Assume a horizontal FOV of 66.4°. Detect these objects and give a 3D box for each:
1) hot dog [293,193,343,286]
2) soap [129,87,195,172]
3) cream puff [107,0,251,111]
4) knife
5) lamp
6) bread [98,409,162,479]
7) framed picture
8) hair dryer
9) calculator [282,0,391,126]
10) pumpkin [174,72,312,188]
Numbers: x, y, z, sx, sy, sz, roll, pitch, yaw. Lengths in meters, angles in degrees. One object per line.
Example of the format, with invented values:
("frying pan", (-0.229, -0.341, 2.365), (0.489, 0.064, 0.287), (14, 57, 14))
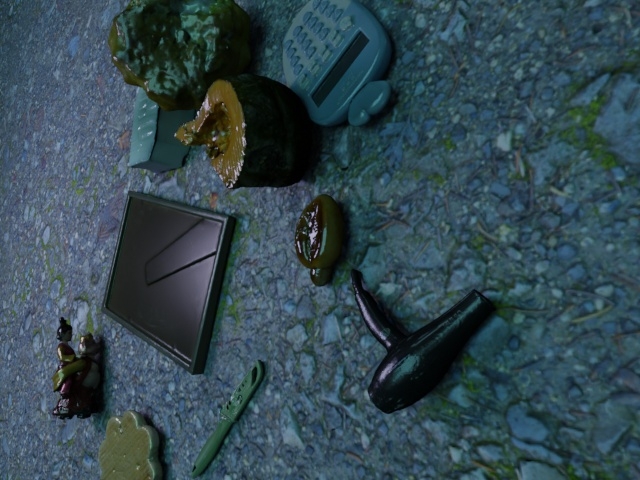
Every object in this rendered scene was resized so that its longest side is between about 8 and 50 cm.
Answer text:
("hot dog", (0.001, -0.001, 0.773), (0.089, 0.060, 0.140), (-16, 65, 44))
("soap", (-0.367, -0.283, 1.133), (0.145, 0.091, 0.231), (-4, 81, 42))
("cream puff", (-0.272, -0.392, 0.992), (0.281, 0.185, 0.282), (0, 97, 2))
("knife", (-0.177, 0.333, 0.900), (0.043, 0.019, 0.293), (47, 113, 38))
("lamp", (-0.617, 0.322, 1.246), (0.118, 0.118, 0.253), (-21, 66, 38))
("bread", (-0.425, 0.475, 1.088), (0.250, 0.039, 0.182), (-31, 62, 35))
("framed picture", (-0.363, 0.068, 1.110), (0.446, 0.028, 0.326), (16, 93, 43))
("hair dryer", (0.104, 0.097, 0.667), (0.195, 0.075, 0.219), (-49, 46, 12))
("calculator", (0.024, -0.297, 0.812), (0.188, 0.042, 0.303), (-47, 55, 25))
("pumpkin", (-0.138, -0.164, 0.863), (0.280, 0.139, 0.190), (-23, 80, 53))
